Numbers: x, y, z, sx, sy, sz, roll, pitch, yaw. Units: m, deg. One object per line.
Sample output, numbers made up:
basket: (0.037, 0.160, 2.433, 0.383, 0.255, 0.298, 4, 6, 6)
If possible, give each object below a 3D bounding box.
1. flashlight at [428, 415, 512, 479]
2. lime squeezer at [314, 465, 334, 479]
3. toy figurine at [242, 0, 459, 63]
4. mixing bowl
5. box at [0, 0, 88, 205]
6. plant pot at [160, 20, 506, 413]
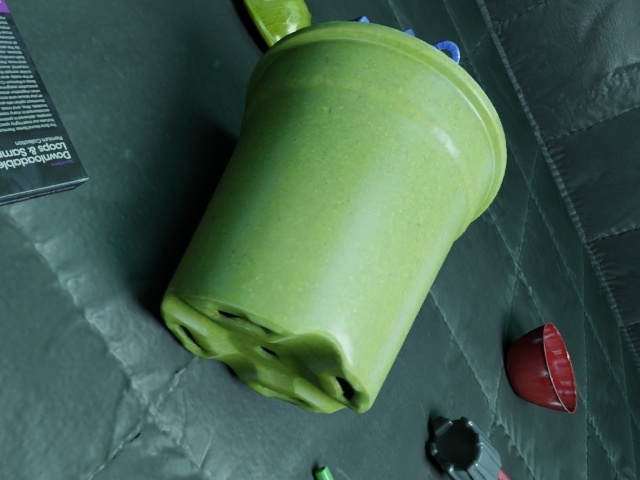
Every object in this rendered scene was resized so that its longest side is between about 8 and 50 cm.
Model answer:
flashlight: (0.272, 0.383, 0.716, 0.304, 0.103, 0.103, 50, 43, -27)
lime squeezer: (0.093, 0.365, 0.526, 0.310, 0.059, 0.110, 48, 41, -27)
toy figurine: (0.080, -0.236, 0.664, 0.362, 0.217, 0.191, 60, 36, -14)
mixing bowl: (0.451, 0.268, 1.010, 0.181, 0.098, 0.181, 26, 55, -44)
box: (-0.247, -0.099, 0.326, 0.116, 0.029, 0.162, -30, 96, -53)
plant pot: (0.000, 0.000, 0.438, 0.276, 0.276, 0.254, 47, 54, -29)
